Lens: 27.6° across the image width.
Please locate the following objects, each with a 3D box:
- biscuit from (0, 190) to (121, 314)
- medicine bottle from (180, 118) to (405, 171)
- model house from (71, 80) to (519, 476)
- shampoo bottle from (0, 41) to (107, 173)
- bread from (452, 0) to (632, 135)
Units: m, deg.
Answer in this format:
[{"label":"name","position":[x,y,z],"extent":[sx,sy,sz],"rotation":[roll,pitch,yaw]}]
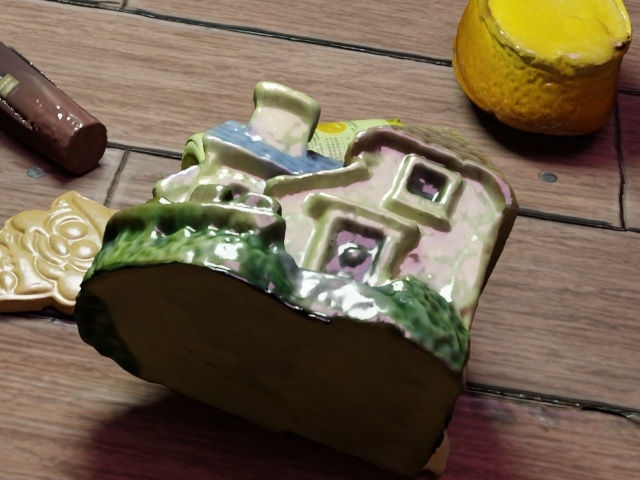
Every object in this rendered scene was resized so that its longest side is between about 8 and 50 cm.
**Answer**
[{"label":"biscuit","position":[-0.240,0.014,1.216],"extent":[0.250,0.035,0.162],"rotation":[-21,44,-28]},{"label":"medicine bottle","position":[-0.010,-0.055,1.270],"extent":[0.239,0.124,0.124],"rotation":[-6,42,-20]},{"label":"model house","position":[0.000,0.000,1.050],"extent":[0.321,0.261,0.266],"rotation":[21,59,4]},{"label":"shampoo bottle","position":[-0.318,-0.155,1.368],"extent":[0.236,0.067,0.068],"rotation":[34,55,27]},{"label":"bread","position":[0.253,-0.225,1.496],"extent":[0.195,0.142,0.269],"rotation":[8,42,-5]}]
